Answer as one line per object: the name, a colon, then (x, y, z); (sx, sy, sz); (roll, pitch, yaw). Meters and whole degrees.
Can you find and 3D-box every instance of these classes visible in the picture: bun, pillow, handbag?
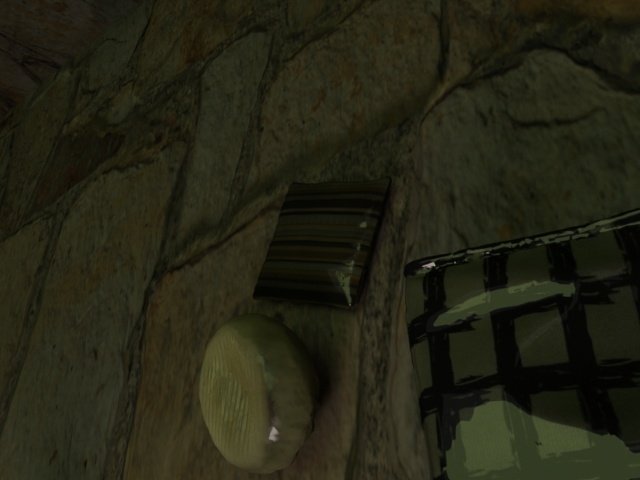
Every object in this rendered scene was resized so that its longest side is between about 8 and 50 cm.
bun: (-0.072, 0.206, 0.896); (0.222, 0.127, 0.223); (-4, 85, 50)
pillow: (0.000, 0.000, 1.007); (0.208, 0.052, 0.212); (1, 67, 42)
handbag: (0.253, 0.138, 0.593); (0.326, 0.162, 0.326); (-21, 53, 26)
